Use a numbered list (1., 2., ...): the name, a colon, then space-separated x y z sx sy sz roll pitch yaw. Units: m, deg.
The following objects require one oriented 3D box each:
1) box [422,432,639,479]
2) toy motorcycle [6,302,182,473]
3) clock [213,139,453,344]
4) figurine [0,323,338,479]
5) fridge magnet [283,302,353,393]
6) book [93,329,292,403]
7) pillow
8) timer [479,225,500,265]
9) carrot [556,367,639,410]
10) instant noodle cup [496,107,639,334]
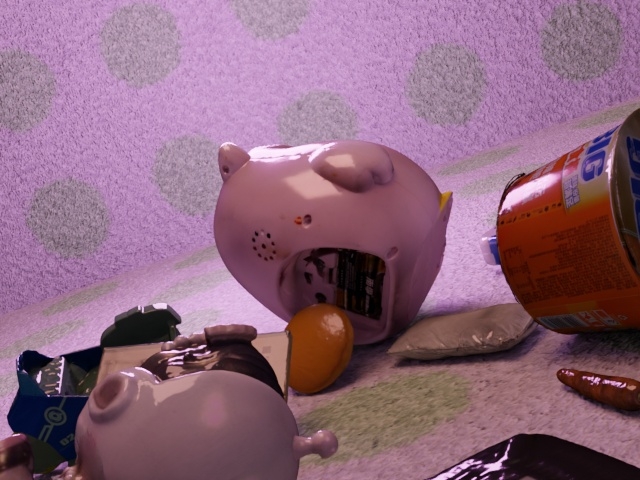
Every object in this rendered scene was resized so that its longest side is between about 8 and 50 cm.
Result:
1. box: 0.148 0.261 0.792 0.290 0.073 0.289 -23 11 -18
2. toy motorcycle: -0.349 0.230 1.486 0.326 0.200 0.191 -23 27 0
3. clock: 0.000 0.000 1.599 0.377 0.368 0.250 15 44 15
4. figurine: -0.179 0.265 1.038 0.361 0.253 0.211 -32 58 -24
5. fridge magnet: -0.006 0.164 1.489 0.143 0.143 0.063 -12 -29 35
6. book: -0.180 0.220 1.305 0.283 0.025 0.215 -8 48 12
7. pillow: 0.211 0.132 1.421 0.229 0.051 0.128 -13 10 43
8. timer: 0.422 -0.023 1.768 0.253 0.078 0.178 -30 16 -40
9. carrot: 0.314 0.165 1.104 0.036 0.035 0.165 -23 8 -19
10. instant noodle cup: 0.376 -0.008 1.257 0.296 0.296 0.214 -29 6 -41
